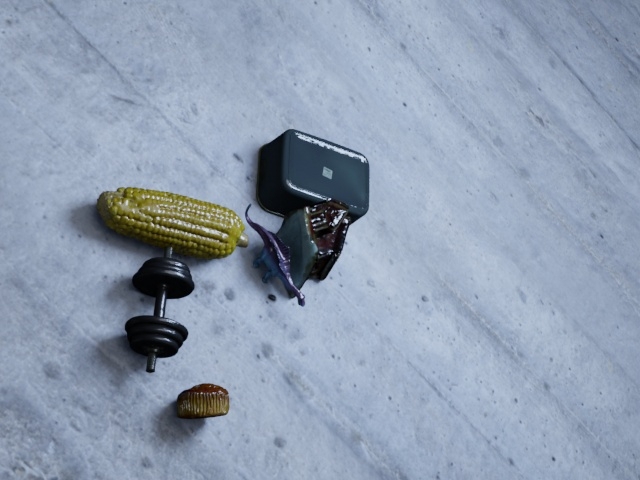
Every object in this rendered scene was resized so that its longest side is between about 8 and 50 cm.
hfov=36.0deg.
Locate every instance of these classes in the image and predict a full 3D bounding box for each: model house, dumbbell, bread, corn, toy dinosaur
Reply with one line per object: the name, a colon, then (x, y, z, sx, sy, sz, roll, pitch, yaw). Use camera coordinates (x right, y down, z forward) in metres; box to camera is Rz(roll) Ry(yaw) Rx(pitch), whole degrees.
model house: (0.003, -0.004, 1.732, 0.152, 0.165, 0.106, -22, 67, -41)
dumbbell: (-0.248, 0.104, 1.524, 0.099, 0.099, 0.209, 20, 58, -27)
bread: (-0.181, 0.246, 1.519, 0.085, 0.085, 0.053, 4, 76, -34)
corn: (-0.234, -0.029, 1.598, 0.261, 0.097, 0.097, 16, 61, -28)
toy dinosaur: (-0.081, 0.029, 1.689, 0.045, 0.080, 0.197, -27, 86, -37)

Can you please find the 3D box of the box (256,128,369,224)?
box: (-0.008, -0.110, 1.799, 0.201, 0.090, 0.145, 18, 60, -28)
